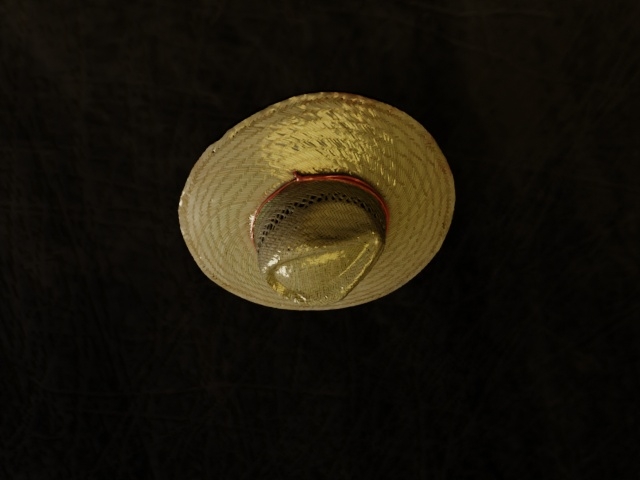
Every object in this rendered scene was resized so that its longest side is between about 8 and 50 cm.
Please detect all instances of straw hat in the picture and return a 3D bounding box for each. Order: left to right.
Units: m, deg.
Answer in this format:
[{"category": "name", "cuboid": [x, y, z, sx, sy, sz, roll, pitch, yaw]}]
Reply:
[{"category": "straw hat", "cuboid": [0.000, 0.000, 1.002, 0.144, 0.061, 0.144, -1, 124, -2]}]
